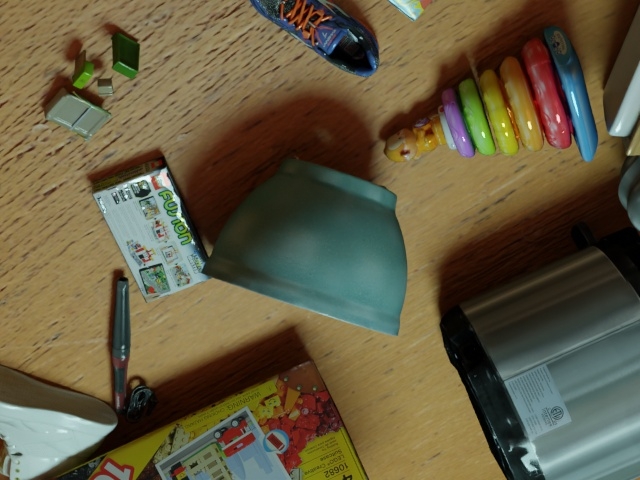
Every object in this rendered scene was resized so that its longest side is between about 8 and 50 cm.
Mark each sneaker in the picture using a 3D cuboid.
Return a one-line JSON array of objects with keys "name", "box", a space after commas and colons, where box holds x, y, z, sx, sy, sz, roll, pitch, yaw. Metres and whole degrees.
[{"name": "sneaker", "box": [0.001, -0.291, 1.425, 0.221, 0.087, 0.083, 26, 110, -27]}, {"name": "sneaker", "box": [-0.482, 0.296, 1.646, 0.293, 0.108, 0.169, 26, 108, -29]}]

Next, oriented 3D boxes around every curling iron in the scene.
[{"name": "curling iron", "box": [-0.299, 0.172, 1.663, 0.068, 0.035, 0.273, -14, 122, -20]}]

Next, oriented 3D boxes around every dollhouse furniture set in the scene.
[{"name": "dollhouse furniture set", "box": [-0.305, -0.210, 1.433, 0.076, 0.058, 0.152, 25, 131, -35]}]

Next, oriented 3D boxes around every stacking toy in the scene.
[{"name": "stacking toy", "box": [0.233, -0.178, 1.540, 0.302, 0.175, 0.165, -17, 124, 12]}]

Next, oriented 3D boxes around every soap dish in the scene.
[{"name": "soap dish", "box": [0.501, -0.275, 1.483, 0.118, 0.229, 0.290, 20, 116, 2]}]

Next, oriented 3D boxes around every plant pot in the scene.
[{"name": "plant pot", "box": [0.000, 0.000, 1.514, 0.293, 0.293, 0.196, 19, 88, -25]}]

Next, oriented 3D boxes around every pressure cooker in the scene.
[{"name": "pressure cooker", "box": [0.442, 0.202, 1.677, 0.421, 0.375, 0.369, -25, 121, 2]}]

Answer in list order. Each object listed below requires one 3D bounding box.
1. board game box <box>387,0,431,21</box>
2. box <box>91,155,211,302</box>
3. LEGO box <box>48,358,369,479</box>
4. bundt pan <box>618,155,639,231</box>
[{"name": "board game box", "box": [0.142, -0.442, 1.337, 0.142, 0.144, 0.275, 33, 108, -30]}, {"name": "box", "box": [-0.243, -0.013, 1.562, 0.114, 0.036, 0.207, -21, 124, -2]}, {"name": "LEGO box", "box": [-0.152, 0.470, 1.650, 0.500, 0.372, 0.193, -25, 152, -2]}, {"name": "bundt pan", "box": [0.584, -0.031, 1.619, 0.331, 0.330, 0.124, 24, 125, -26]}]
